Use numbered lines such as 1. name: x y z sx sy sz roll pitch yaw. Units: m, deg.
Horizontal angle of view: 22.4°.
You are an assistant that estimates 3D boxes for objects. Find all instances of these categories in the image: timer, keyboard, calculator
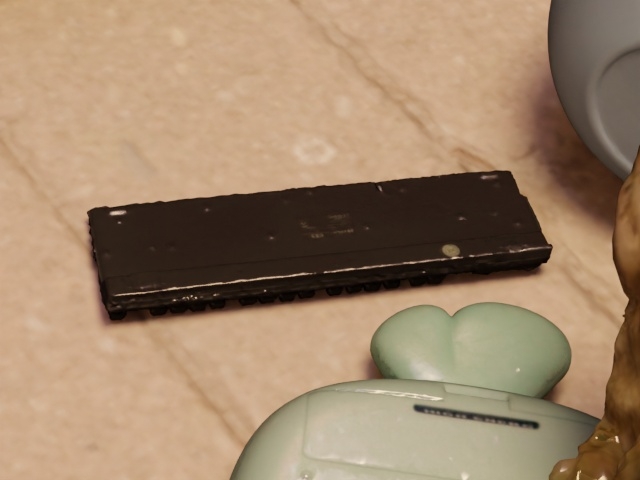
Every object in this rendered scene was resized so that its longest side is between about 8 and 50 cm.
1. timer: 0.217 -0.105 0.725 0.255 0.175 0.175 -22 59 -32
2. keyboard: 0.000 0.000 0.694 0.195 0.018 0.060 -5 46 -13
3. calculator: 0.049 0.140 0.576 0.184 0.042 0.295 8 53 -3

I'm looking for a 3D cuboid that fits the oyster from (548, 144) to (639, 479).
1. oyster: 0.135 0.122 0.496 0.197 0.133 0.337 25 54 -25
